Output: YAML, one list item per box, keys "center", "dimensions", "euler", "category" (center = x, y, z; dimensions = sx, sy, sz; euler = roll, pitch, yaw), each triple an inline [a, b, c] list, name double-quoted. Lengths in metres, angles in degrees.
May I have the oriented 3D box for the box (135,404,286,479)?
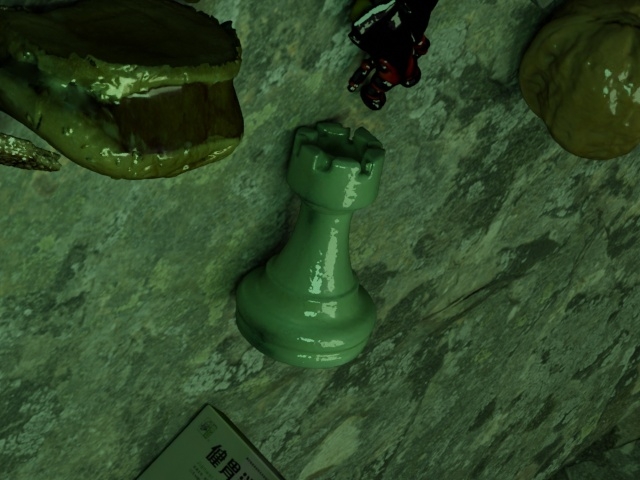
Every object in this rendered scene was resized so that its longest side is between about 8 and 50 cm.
- center: [-0.134, 0.390, 2.290]
  dimensions: [0.175, 0.260, 0.062]
  euler: [-47, 153, 0]
  category: "box"

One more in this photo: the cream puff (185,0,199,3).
- center: [-0.135, -0.288, 1.635]
  dimensions: [0.058, 0.083, 0.083]
  euler: [-92, -166, -63]
  category: "cream puff"

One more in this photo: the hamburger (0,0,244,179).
- center: [-0.186, -0.149, 1.577]
  dimensions: [0.309, 0.211, 0.132]
  euler: [-12, 131, -46]
  category: "hamburger"

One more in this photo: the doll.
- center: [0.086, -0.257, 1.965]
  dimensions: [0.127, 0.088, 0.248]
  euler: [-61, 167, -19]
  category: "doll"

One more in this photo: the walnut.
- center: [0.409, -0.237, 2.296]
  dimensions: [0.257, 0.224, 0.257]
  euler: [0, 144, 0]
  category: "walnut"

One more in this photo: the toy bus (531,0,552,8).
- center: [0.271, -0.373, 2.079]
  dimensions: [0.057, 0.072, 0.172]
  euler: [-44, 152, 2]
  category: "toy bus"

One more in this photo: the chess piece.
- center: [0.000, 0.000, 2.081]
  dimensions: [0.195, 0.194, 0.299]
  euler: [-19, 133, -42]
  category: "chess piece"

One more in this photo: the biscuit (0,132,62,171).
- center: [-0.332, -0.092, 1.486]
  dimensions: [0.237, 0.131, 0.026]
  euler: [14, 87, -44]
  category: "biscuit"
